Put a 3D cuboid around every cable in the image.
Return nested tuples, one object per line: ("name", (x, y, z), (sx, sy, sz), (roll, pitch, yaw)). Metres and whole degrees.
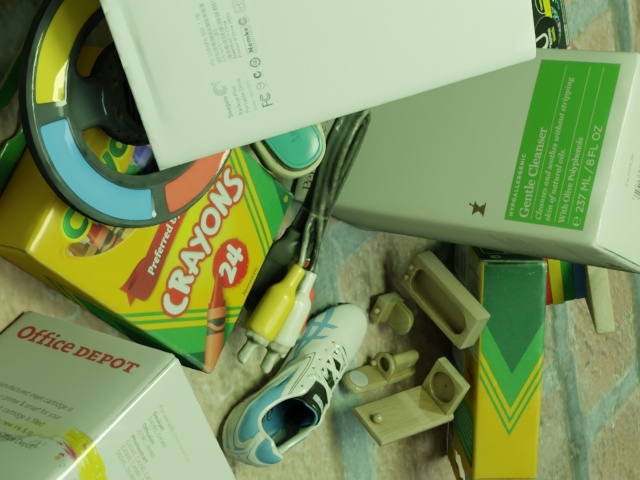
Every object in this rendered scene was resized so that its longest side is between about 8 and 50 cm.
("cable", (0.000, 0.000, 1.299), (0.287, 0.072, 0.139), (-60, 163, 10))

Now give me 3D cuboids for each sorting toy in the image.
("sorting toy", (0.303, -0.040, 1.638), (0.257, 0.089, 0.255), (-81, 160, -69))

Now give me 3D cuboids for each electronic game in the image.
("electronic game", (-0.149, -0.124, 1.044), (0.229, 0.048, 0.229), (-10, 104, -46))

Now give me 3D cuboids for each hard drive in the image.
("hard drive", (-0.001, -0.189, 0.969), (0.319, 0.040, 0.210), (-17, 129, -3))

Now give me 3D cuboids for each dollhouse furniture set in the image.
("dollhouse furniture set", (0.098, 0.122, 1.461), (0.123, 0.144, 0.151), (-12, 140, -41))

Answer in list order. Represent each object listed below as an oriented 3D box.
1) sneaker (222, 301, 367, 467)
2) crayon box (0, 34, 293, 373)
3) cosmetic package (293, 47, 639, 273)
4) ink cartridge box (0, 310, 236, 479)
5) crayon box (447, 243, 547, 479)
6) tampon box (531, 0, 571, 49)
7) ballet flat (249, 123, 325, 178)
("sneaker", (-0.011, 0.159, 1.383), (0.237, 0.086, 0.085), (-48, 131, -34))
("crayon box", (-0.172, -0.033, 1.141), (0.318, 0.081, 0.202), (40, 68, -47))
("cosmetic package", (0.173, -0.093, 1.320), (0.155, 0.366, 0.196), (20, 81, -53))
("ink cartridge box", (-0.234, 0.227, 1.036), (0.270, 0.198, 0.197), (-46, 131, -33))
("crayon box", (0.216, 0.156, 1.574), (0.203, 0.083, 0.322), (-102, -167, -76))
("tampon box", (0.217, -0.250, 1.546), (0.161, 0.101, 0.120), (-41, 128, -37))
("ballet flat", (-0.081, -0.168, 1.211), (0.086, 0.086, 0.248), (-39, 105, -39))
